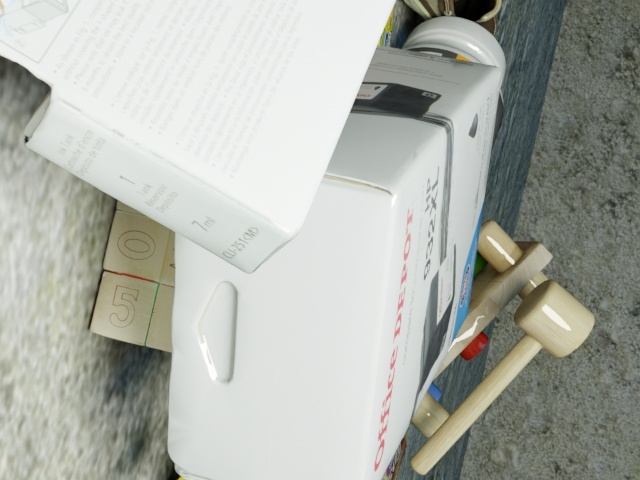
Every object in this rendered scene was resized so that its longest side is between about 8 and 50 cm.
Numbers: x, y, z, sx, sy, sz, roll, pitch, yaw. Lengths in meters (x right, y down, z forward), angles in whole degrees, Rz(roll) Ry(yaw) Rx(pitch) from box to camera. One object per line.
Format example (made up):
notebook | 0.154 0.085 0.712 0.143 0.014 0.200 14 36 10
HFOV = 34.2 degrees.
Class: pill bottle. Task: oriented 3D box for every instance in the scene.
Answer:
pill bottle | 0.122 -0.129 1.215 0.162 0.162 0.278 83 24 -47

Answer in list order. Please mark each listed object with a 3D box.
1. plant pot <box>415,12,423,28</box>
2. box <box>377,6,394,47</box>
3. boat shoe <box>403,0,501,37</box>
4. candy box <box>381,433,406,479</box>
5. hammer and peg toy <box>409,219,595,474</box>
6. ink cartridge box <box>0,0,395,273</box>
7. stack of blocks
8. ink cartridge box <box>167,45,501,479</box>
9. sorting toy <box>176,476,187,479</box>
plant pot | 0.173 -0.358 1.458 0.236 0.032 0.236 12 90 -75
box | 0.043 -0.251 1.045 0.054 0.059 0.168 -54 151 -60
boat shoe | 0.183 -0.294 1.323 0.257 0.095 0.095 13 95 -59
candy box | 0.097 0.314 1.635 0.186 0.053 0.109 84 23 -50
hammer and peg toy | 0.137 0.098 1.157 0.266 0.127 0.361 -44 -174 -5
ink cartridge box | -0.077 -0.156 0.523 0.060 0.239 0.275 -39 -156 55
stack of blocks | -0.063 -0.066 0.769 0.171 0.087 0.297 21 82 -73
ink cartridge box | 0.024 0.008 0.719 0.307 0.129 0.223 -46 145 -61
sorting toy | -0.071 0.179 0.857 0.229 0.041 0.307 -50 167 10
